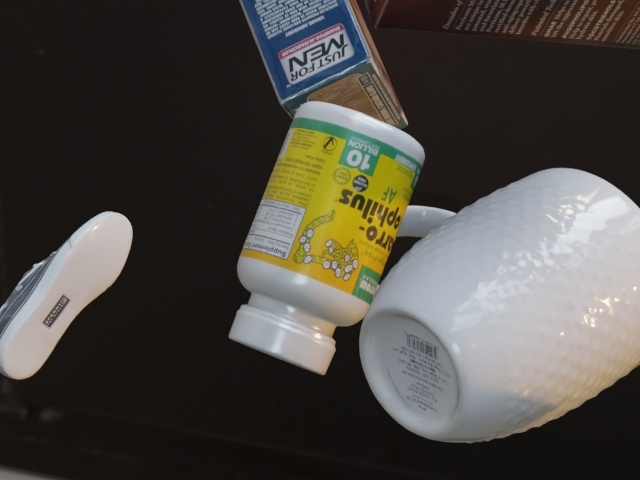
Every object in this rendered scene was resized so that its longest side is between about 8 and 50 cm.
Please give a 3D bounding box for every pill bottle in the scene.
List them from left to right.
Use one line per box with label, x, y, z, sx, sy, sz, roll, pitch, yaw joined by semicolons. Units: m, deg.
pill bottle;0.000;0.000;1.267;0.208;0.118;0.117;-69;160;-6

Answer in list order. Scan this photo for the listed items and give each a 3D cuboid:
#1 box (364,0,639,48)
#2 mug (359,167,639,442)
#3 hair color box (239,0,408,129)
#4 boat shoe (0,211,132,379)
box;0.228;-0.334;1.711;0.143;0.381;0.191;120;-36;-45
mug;0.183;0.070;1.835;0.328;0.374;0.276;-26;138;-38
hair color box;-0.029;-0.273;1.598;0.174;0.105;0.347;48;20;-66
boat shoe;-0.407;0.072;2.303;0.301;0.102;0.108;-56;137;-14
